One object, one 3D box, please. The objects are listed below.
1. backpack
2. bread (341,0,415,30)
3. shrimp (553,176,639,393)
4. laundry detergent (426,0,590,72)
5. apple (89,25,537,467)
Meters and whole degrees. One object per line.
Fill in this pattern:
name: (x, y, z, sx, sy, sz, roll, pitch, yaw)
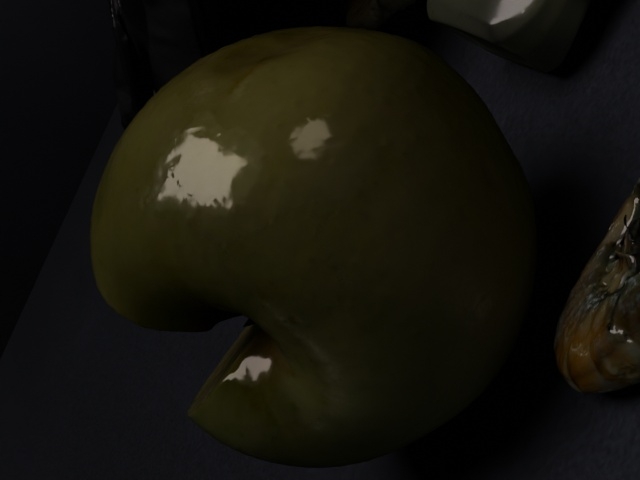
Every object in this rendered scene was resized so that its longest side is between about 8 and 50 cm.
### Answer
backpack: (-0.082, -0.256, 1.334, 0.446, 0.254, 0.363, 90, -177, -62)
bread: (0.088, -0.297, 1.379, 0.251, 0.039, 0.182, -27, 42, 60)
shrimp: (0.196, -0.003, 0.745, 0.217, 0.051, 0.150, -48, 18, 48)
laundry detergent: (0.183, -0.258, 1.011, 0.253, 0.091, 0.181, -62, 21, 7)
apple: (0.000, 0.000, 0.894, 0.254, 0.292, 0.292, -50, 7, -37)
